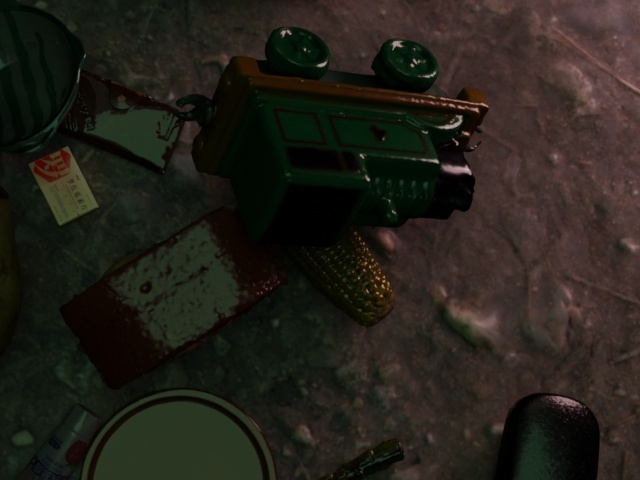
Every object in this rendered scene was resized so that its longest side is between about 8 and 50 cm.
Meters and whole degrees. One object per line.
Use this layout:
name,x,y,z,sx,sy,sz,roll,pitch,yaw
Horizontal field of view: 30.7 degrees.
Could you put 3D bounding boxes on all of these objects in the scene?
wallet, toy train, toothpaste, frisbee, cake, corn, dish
wallet,-0.273,-0.162,1.546,0.176,0.026,0.095,23,80,-1
toy train,0.033,-0.113,1.423,0.429,0.178,0.249,4,48,-26
toothpaste,-0.345,0.294,1.455,0.067,0.043,0.194,35,84,-2
frisbee,-0.179,0.312,1.479,0.250,0.021,0.251,1,79,-7
cake,-0.177,0.062,1.443,0.283,0.177,0.151,-30,85,-9
corn,0.000,0.000,1.518,0.097,0.097,0.262,-37,88,-11
dish,-0.407,-0.193,1.501,0.246,0.078,0.224,-19,73,2

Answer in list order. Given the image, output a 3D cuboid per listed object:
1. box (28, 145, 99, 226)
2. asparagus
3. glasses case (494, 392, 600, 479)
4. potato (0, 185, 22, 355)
box,-0.336,-0.071,1.528,0.058,0.015,0.093,-27,85,-12
asparagus,0.033,0.305,1.501,0.165,0.030,0.036,-30,99,-11
glasses case,0.281,0.356,1.494,0.122,0.082,0.321,11,80,-4
potato,-0.477,0.076,1.395,0.285,0.242,0.243,-23,84,-14
